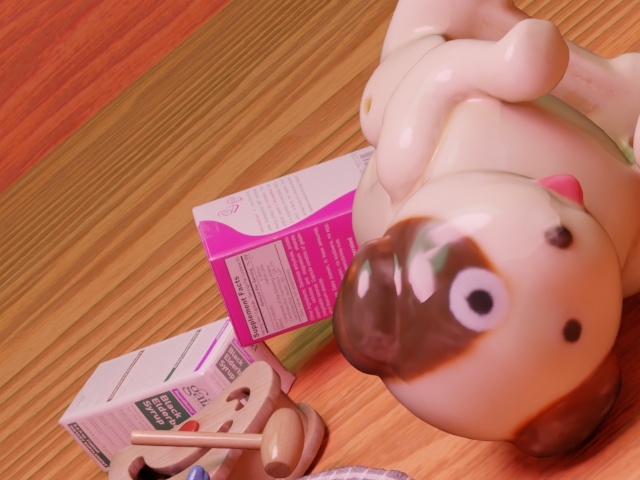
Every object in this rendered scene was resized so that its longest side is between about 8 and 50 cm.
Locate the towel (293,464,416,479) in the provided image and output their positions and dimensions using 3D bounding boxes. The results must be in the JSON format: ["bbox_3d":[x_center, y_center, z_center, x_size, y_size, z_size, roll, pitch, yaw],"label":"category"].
[{"bbox_3d":[-0.051,0.288,1.318,0.283,0.121,0.235,-16,30,49],"label":"towel"}]

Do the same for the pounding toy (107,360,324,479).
[{"bbox_3d":[-0.106,0.176,1.604,0.269,0.155,0.154,-24,30,38],"label":"pounding toy"}]

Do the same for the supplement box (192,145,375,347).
[{"bbox_3d":[0.000,0.000,1.705,0.220,0.114,0.111,-18,30,-3],"label":"supplement box"}]

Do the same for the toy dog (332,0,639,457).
[{"bbox_3d":[0.126,-0.010,1.420,0.395,0.284,0.408,-47,16,22],"label":"toy dog"}]

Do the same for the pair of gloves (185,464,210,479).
[{"bbox_3d":[-0.137,0.273,1.473,0.159,0.023,0.198,-51,-18,-20],"label":"pair of gloves"}]

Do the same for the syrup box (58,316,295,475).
[{"bbox_3d":[-0.149,0.163,1.802,0.237,0.093,0.096,-20,27,43],"label":"syrup box"}]
